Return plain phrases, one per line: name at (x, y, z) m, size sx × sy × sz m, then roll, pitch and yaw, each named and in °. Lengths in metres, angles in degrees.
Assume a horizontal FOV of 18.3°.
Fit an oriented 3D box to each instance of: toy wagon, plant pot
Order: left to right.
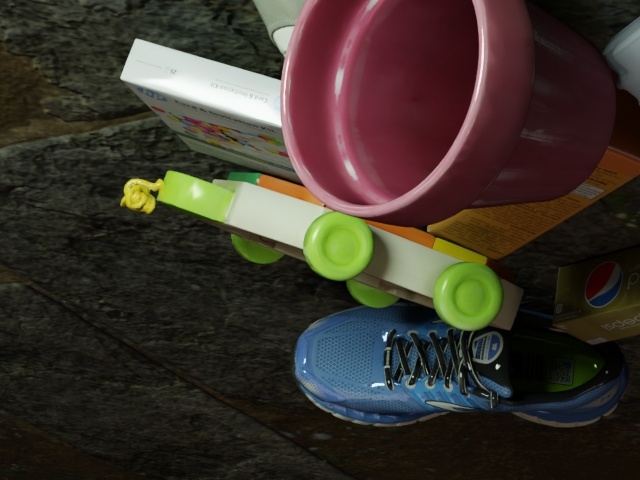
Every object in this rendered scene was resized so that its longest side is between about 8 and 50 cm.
toy wagon at (0.000, 0.000, 1.696) m, size 0.344 × 0.068 × 0.267 m, roll 22°, pitch 176°, yaw -16°
plant pot at (0.103, -0.103, 1.399) m, size 0.180 × 0.201 × 0.201 m, roll 9°, pitch 162°, yaw -41°

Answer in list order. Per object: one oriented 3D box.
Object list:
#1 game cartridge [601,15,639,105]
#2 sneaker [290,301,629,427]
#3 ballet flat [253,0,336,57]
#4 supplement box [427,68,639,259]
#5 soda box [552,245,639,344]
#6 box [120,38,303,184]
game cartridge at (0.357, -0.082, 1.383) m, size 0.294 × 0.060 × 0.196 m, roll 37°, pitch 156°, yaw -8°
sneaker at (0.136, 0.108, 1.906) m, size 0.330 × 0.129 × 0.147 m, roll 0°, pitch 163°, yaw -1°
ballet flat at (0.017, -0.132, 1.489) m, size 0.072 × 0.068 × 0.213 m, roll -8°, pitch 151°, yaw 34°
supplement box at (0.172, -0.062, 1.580) m, size 0.080 × 0.078 × 0.233 m, roll 17°, pitch 154°, yaw -18°
soda box at (0.297, 0.043, 1.789) m, size 0.058 × 0.061 × 0.181 m, roll 27°, pitch 151°, yaw -35°
box at (-0.058, -0.094, 1.556) m, size 0.145 × 0.038 × 0.186 m, roll 18°, pitch 169°, yaw 17°
